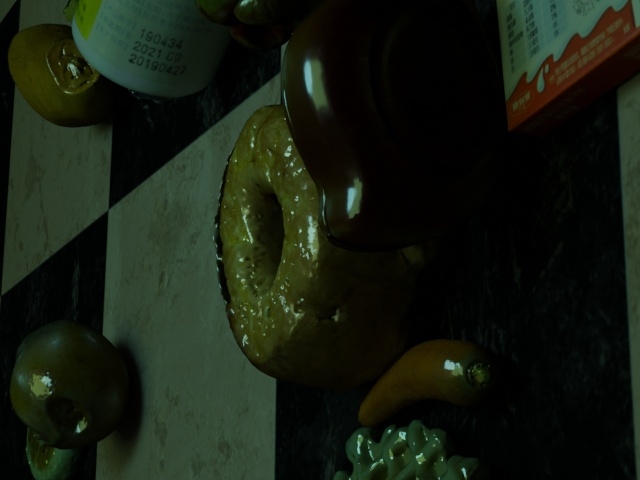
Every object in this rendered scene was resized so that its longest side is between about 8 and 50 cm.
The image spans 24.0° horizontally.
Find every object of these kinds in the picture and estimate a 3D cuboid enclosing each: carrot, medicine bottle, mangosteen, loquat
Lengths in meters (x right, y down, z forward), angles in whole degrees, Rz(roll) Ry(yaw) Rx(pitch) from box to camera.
[{"bbox_3d":[0.094,0.133,1.431,0.062,0.066,0.271,-43,9,-24],"label":"carrot"},{"bbox_3d":[-0.175,-0.384,1.963,0.379,0.213,0.214,-61,32,36],"label":"medicine bottle"},{"bbox_3d":[-0.067,-0.327,1.743,0.210,0.209,0.210,-30,56,59],"label":"mangosteen"},{"bbox_3d":[-0.372,0.212,2.235,0.227,0.179,0.179,-117,42,-67],"label":"loquat"}]

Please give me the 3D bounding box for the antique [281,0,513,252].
[{"bbox_3d":[0.071,-0.125,1.354,0.129,0.223,0.278,-25,50,60],"label":"antique"}]

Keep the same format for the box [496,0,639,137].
[{"bbox_3d":[0.234,-0.259,1.260,0.273,0.048,0.265,142,130,-58],"label":"box"}]

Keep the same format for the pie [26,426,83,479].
[{"bbox_3d":[-0.434,0.287,2.488,0.240,0.054,0.241,-34,51,56],"label":"pie"}]

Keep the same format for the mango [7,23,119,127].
[{"bbox_3d":[-0.421,-0.270,2.490,0.144,0.187,0.359,-39,28,-10],"label":"mango"}]

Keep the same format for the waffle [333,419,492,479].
[{"bbox_3d":[0.073,0.322,1.410,0.292,0.056,0.309,-6,76,64],"label":"waffle"}]

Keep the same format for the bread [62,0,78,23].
[{"bbox_3d":[-0.341,-0.394,2.468,0.361,0.077,0.138,36,115,62],"label":"bread"}]

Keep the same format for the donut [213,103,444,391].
[{"bbox_3d":[0.000,0.000,1.557,0.317,0.150,0.299,-167,84,-65],"label":"donut"}]
